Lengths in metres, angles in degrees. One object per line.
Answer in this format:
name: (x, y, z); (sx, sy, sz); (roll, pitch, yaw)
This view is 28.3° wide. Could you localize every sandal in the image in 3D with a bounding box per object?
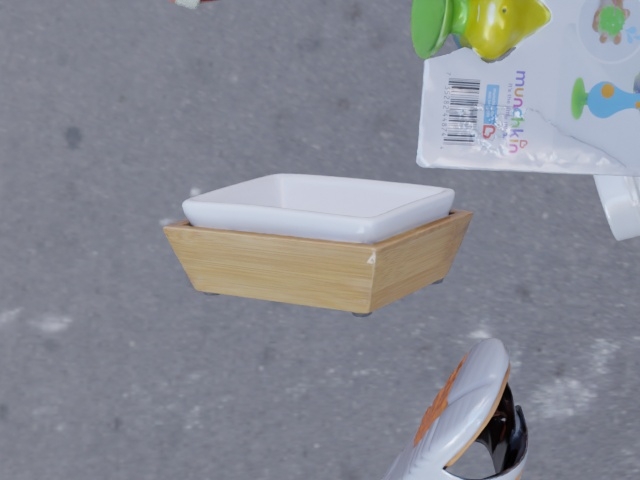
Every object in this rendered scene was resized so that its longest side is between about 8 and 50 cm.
sandal: (0.088, 0.158, 0.836); (0.076, 0.102, 0.265); (30, 142, 4)

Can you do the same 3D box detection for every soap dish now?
soap dish: (0.000, 0.000, 1.492); (0.291, 0.229, 0.118); (6, 105, 32)

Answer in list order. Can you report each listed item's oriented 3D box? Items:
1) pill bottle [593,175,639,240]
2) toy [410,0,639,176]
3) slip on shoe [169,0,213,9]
pill bottle: (0.489, -0.102, 1.547); (0.302, 0.169, 0.169); (-18, 75, 16)
toy: (0.151, -0.099, 0.587); (0.056, 0.237, 0.136); (-158, 71, -68)
slip on shoe: (0.061, -0.201, 0.455); (0.101, 0.123, 0.331); (43, 78, 0)
